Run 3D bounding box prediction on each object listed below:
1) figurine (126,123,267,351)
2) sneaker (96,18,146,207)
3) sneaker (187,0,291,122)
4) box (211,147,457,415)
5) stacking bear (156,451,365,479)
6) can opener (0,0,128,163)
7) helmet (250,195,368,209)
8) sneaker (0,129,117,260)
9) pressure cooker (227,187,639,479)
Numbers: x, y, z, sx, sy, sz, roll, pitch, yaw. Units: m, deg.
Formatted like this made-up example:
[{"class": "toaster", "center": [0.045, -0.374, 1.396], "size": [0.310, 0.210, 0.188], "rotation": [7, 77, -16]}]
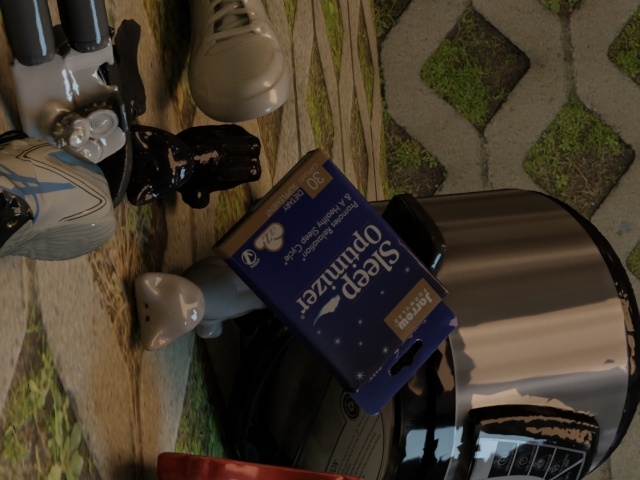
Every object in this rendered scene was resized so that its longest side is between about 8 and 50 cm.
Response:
[{"class": "figurine", "center": [-0.127, -0.005, 1.231], "size": [0.209, 0.092, 0.215], "rotation": [-10, 96, -72]}, {"class": "sneaker", "center": [-0.171, -0.106, 1.081], "size": [0.089, 0.051, 0.170], "rotation": [15, 67, -75]}, {"class": "sneaker", "center": [-0.107, -0.252, 1.346], "size": [0.292, 0.108, 0.169], "rotation": [-108, -177, -54]}, {"class": "box", "center": [0.024, 0.041, 1.217], "size": [0.225, 0.136, 0.036], "rotation": [48, -17, -12]}, {"class": "stacking bear", "center": [-0.078, 0.335, 1.109], "size": [0.164, 0.175, 0.289], "rotation": [157, -58, -69]}, {"class": "can opener", "center": [-0.187, -0.159, 0.895], "size": [0.280, 0.074, 0.093], "rotation": [90, -24, -47]}, {"class": "helmet", "center": [0.000, 0.000, 1.678], "size": [0.169, 0.161, 0.169], "rotation": [-5, 90, -80]}, {"class": "sneaker", "center": [-0.204, -0.029, 0.818], "size": [0.086, 0.085, 0.237], "rotation": [60, 11, 7]}, {"class": "pressure cooker", "center": [0.095, 0.135, 1.463], "size": [0.375, 0.420, 0.370], "rotation": [-4, -89, 59]}]
